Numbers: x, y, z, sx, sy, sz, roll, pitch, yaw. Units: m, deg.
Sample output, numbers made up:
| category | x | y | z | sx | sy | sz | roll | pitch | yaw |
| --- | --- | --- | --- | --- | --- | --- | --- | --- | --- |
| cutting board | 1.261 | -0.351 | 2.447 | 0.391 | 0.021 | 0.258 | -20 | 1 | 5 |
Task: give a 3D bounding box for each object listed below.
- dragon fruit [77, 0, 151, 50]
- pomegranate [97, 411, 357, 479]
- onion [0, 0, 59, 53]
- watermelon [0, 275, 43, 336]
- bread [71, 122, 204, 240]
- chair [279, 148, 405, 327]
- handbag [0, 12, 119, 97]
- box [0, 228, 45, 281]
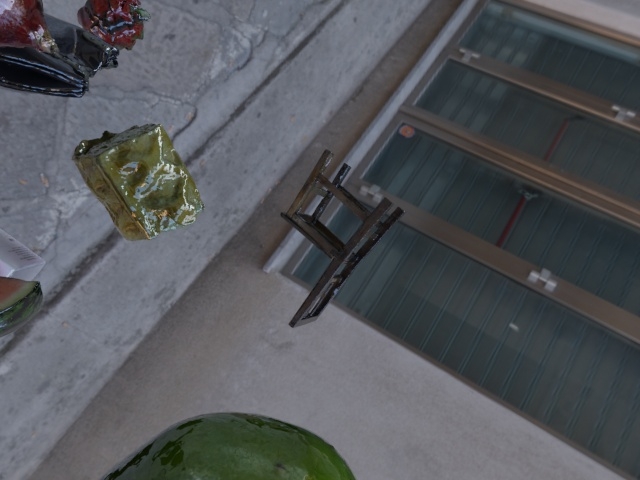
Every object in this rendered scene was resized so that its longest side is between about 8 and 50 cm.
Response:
| category | x | y | z | sx | sy | sz | roll | pitch | yaw |
| --- | --- | --- | --- | --- | --- | --- | --- | --- | --- |
| dragon fruit | -0.587 | -0.623 | 1.315 | 0.188 | 0.182 | 0.182 | -40 | -177 | 46 |
| pomegranate | -0.065 | 0.245 | 0.281 | 0.236 | 0.235 | 0.302 | -63 | -175 | 5 |
| onion | -0.470 | -0.343 | 0.670 | 0.159 | 0.194 | 0.159 | -47 | -159 | 25 |
| watermelon | -0.611 | 0.145 | 0.865 | 0.193 | 0.137 | 0.145 | -24 | 142 | -29 |
| bread | -0.420 | -0.138 | 1.096 | 0.196 | 0.238 | 0.252 | -44 | 126 | -42 |
| chair | 0.000 | 0.000 | 1.293 | 0.416 | 0.240 | 0.203 | -51 | 163 | 10 |
| handbag | -0.596 | -0.392 | 0.964 | 0.342 | 0.287 | 0.152 | -92 | -160 | -54 |
| box | -0.949 | 0.030 | 1.316 | 0.106 | 0.251 | 0.203 | -52 | -170 | -4 |
